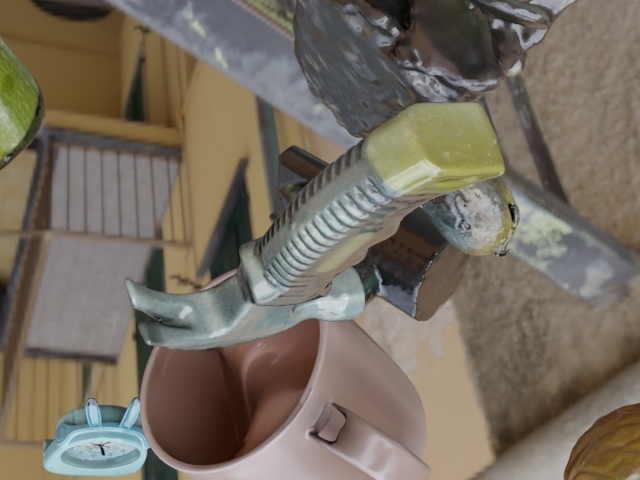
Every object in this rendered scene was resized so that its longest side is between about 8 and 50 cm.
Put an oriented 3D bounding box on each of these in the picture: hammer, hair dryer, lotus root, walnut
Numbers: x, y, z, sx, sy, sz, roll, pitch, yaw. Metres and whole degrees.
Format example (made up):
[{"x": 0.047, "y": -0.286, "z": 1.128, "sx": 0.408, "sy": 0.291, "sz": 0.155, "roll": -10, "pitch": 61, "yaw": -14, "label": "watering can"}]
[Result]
[{"x": 0.000, "y": 0.000, "z": 0.666, "sx": 0.159, "sy": 0.041, "sz": 0.226, "roll": -8, "pitch": 160, "yaw": -36, "label": "hammer"}, {"x": -0.015, "y": 0.040, "z": 1.428, "sx": 0.302, "sy": 0.244, "sz": 0.116, "roll": -42, "pitch": 148, "yaw": -32, "label": "hair dryer"}, {"x": 0.131, "y": -0.051, "z": 1.244, "sx": 0.088, "sy": 0.088, "sz": 0.165, "roll": -35, "pitch": 91, "yaw": 25, "label": "lotus root"}, {"x": 0.201, "y": 0.139, "z": 0.726, "sx": 0.124, "sy": 0.105, "sz": 0.105, "roll": -22, "pitch": 137, "yaw": 25, "label": "walnut"}]

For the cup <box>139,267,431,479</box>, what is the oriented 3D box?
[{"x": -0.001, "y": 0.157, "z": 1.100, "sx": 0.200, "sy": 0.253, "sz": 0.191, "roll": 41, "pitch": 76, "yaw": -42, "label": "cup"}]

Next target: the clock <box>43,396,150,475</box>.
[{"x": -0.235, "y": 0.210, "z": 1.371, "sx": 0.108, "sy": 0.045, "sz": 0.147, "roll": 5, "pitch": 148, "yaw": -21, "label": "clock"}]

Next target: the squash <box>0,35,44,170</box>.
[{"x": -0.300, "y": -0.118, "z": 0.928, "sx": 0.170, "sy": 0.170, "sz": 0.122, "roll": -15, "pitch": 131, "yaw": 5, "label": "squash"}]

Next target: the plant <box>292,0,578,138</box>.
[{"x": 0.088, "y": -0.200, "z": 1.003, "sx": 0.188, "sy": 0.199, "sz": 0.276, "roll": -41, "pitch": 175, "yaw": -19, "label": "plant"}]
